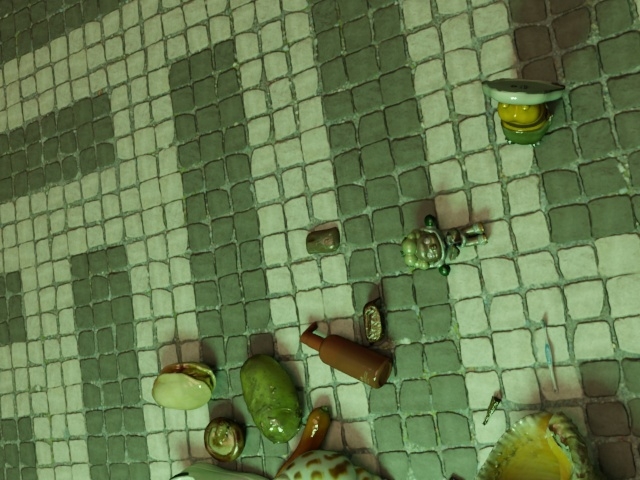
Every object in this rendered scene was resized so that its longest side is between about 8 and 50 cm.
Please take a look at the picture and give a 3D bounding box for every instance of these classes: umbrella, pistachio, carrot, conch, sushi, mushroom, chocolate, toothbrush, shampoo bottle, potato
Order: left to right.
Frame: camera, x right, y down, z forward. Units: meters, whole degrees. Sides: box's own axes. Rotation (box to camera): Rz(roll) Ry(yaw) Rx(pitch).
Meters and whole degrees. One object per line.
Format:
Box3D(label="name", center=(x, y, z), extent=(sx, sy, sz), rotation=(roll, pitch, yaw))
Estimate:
Box3D(label="pistachio", center=(-0.376, 0.405, 1.861), extent=(0.201, 0.117, 0.145), rotation=(-16, 118, 20))
Box3D(label="mushroom", center=(-0.261, 0.538, 1.799), extent=(0.127, 0.087, 0.127), rotation=(-5, 81, 30))
Box3D(label="potato", center=(-0.128, 0.402, 1.721), extent=(0.149, 0.113, 0.251), rotation=(-48, 52, 29))
Box3D(label="carrot", center=(-0.043, 0.535, 1.698), extent=(0.066, 0.062, 0.271), rotation=(24, 105, -5))
Box3D(label="chocolate", center=(0.000, 0.000, 1.716), extent=(0.101, 0.031, 0.064), rotation=(-7, 79, 30))
Box3D(label="conch", center=(0.030, 0.587, 1.602), extent=(0.275, 0.183, 0.148), rotation=(22, 81, 8))
Box3D(label="shampoo bottle", center=(0.056, 0.279, 1.642), extent=(0.244, 0.085, 0.085), rotation=(23, 98, 30))
Box3D(label="sushi", center=(0.128, 0.200, 1.622), extent=(0.052, 0.055, 0.120), rotation=(-9, 94, 18))
Box3D(label="umbrella", center=(0.381, 0.378, 1.487), extent=(0.020, 0.031, 0.083), rotation=(25, 103, -4))
Box3D(label="toothbrush", center=(0.494, 0.249, 1.438), extent=(0.014, 0.017, 0.162), rotation=(-13, 85, 33))
Box3D(label="conch", center=(0.470, 0.537, 1.338), extent=(0.297, 0.210, 0.352), rotation=(-10, 55, 20))

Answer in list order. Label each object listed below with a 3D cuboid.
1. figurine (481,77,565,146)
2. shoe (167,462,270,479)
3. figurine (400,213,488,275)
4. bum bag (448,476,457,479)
Box3D(label="figurine", center=(0.415, -0.260, 1.404), extent=(0.167, 0.250, 0.141), rotation=(13, 113, 26))
Box3D(label="shoe", center=(-0.254, 0.683, 1.747), extent=(0.363, 0.160, 0.131), rotation=(8, 93, 30))
Box3D(label="figurine", center=(0.278, 0.008, 1.525), extent=(0.197, 0.093, 0.147), rotation=(-16, 90, 27))
Box3D(label="bum bag", center=(0.287, 0.602, 1.520), extent=(0.058, 0.034, 0.124), rotation=(40, 106, 34))
